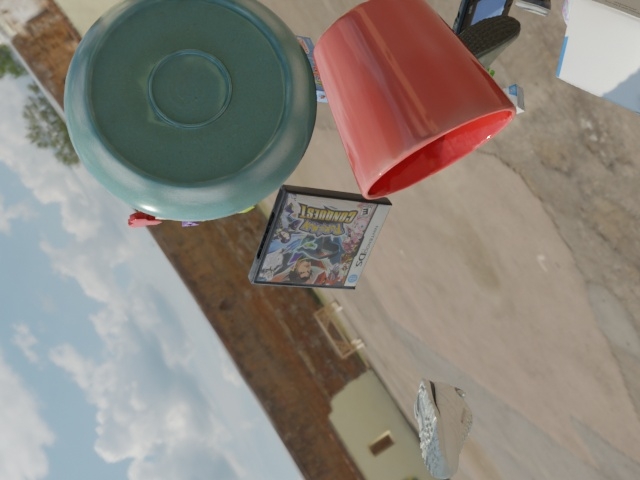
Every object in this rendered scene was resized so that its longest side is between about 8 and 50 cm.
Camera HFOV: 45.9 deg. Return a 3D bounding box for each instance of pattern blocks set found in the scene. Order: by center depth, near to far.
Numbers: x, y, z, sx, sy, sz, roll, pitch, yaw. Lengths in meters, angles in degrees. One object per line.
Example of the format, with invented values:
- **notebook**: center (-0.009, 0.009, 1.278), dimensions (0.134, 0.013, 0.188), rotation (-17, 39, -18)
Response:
- **pattern blocks set**: center (-0.287, -0.077, 1.729), dimensions (0.325, 0.285, 0.026), rotation (149, 115, -62)

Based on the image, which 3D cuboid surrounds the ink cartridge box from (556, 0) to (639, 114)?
- **ink cartridge box**: center (0.546, -0.370, 1.283), dimensions (0.168, 0.232, 0.171), rotation (33, 150, 28)

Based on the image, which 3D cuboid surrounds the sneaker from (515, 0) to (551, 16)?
- **sneaker**: center (0.556, -0.657, 1.894), dimensions (0.086, 0.163, 0.226), rotation (18, -151, -4)

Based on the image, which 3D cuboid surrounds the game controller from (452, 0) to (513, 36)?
- **game controller**: center (0.375, -0.521, 1.742), dimensions (0.067, 0.166, 0.319), rotation (44, 163, 16)

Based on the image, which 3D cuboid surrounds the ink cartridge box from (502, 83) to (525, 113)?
- **ink cartridge box**: center (0.344, -0.260, 1.440), dimensions (0.028, 0.083, 0.048), rotation (15, -110, -44)

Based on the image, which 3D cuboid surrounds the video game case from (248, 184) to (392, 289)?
- **video game case**: center (0.000, 0.000, 1.708), dimensions (0.035, 0.274, 0.248), rotation (58, 134, 48)

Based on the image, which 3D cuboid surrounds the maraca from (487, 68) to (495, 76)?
- **maraca**: center (0.411, -0.387, 2.056), dimensions (0.099, 0.186, 0.127), rotation (23, -159, -24)

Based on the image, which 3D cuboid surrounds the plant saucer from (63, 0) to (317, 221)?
- **plant saucer**: center (-0.160, -0.183, 0.938), dimensions (0.318, 0.317, 0.044), rotation (57, 169, 5)

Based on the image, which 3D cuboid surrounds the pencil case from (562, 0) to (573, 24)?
- **pencil case**: center (0.561, -0.511, 1.492), dimensions (0.273, 0.124, 0.114), rotation (62, -141, -76)

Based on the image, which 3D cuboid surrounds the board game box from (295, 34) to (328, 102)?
- **board game box**: center (-0.083, -0.366, 1.560), dimensions (0.039, 0.211, 0.160), rotation (-46, 57, 41)

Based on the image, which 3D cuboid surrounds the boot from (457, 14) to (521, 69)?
- **boot**: center (0.310, -0.334, 1.540), dimensions (0.161, 0.246, 0.083), rotation (46, -170, -50)

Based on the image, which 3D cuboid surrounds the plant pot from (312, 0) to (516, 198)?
- **plant pot**: center (0.126, -0.232, 1.173), dimensions (0.243, 0.275, 0.275), rotation (61, 177, 9)

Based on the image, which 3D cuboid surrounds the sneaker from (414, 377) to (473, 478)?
- **sneaker**: center (0.225, 0.324, 1.322), dimensions (0.235, 0.094, 0.090), rotation (-85, 10, -63)
